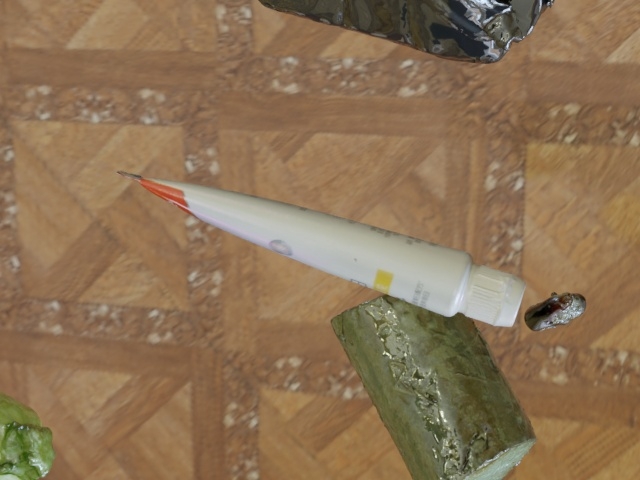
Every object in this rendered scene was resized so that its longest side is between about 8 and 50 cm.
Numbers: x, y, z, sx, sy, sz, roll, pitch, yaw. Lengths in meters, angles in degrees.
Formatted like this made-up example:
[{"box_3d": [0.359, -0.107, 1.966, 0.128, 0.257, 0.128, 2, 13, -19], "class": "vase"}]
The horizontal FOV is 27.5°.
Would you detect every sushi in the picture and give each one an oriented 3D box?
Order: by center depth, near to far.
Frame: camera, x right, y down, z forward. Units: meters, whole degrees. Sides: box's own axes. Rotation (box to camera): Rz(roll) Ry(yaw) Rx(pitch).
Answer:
[{"box_3d": [0.276, 0.081, 1.573, 0.083, 0.046, 0.044, -37, 62, 52], "class": "sushi"}]

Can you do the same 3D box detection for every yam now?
[{"box_3d": [0.132, 0.167, 1.506, 0.161, 0.161, 0.268, -35, 69, 22], "class": "yam"}]

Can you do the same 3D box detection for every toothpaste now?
[{"box_3d": [0.000, 0.000, 0.601, 0.190, 0.048, 0.031, 18, 92, 7], "class": "toothpaste"}]

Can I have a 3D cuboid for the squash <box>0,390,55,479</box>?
[{"box_3d": [-0.315, 0.134, 0.934, 0.370, 0.118, 0.118, -4, 101, 33], "class": "squash"}]

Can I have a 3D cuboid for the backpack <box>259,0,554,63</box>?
[{"box_3d": [0.074, -0.379, 1.291, 0.363, 0.255, 0.445, 15, 145, 15], "class": "backpack"}]
